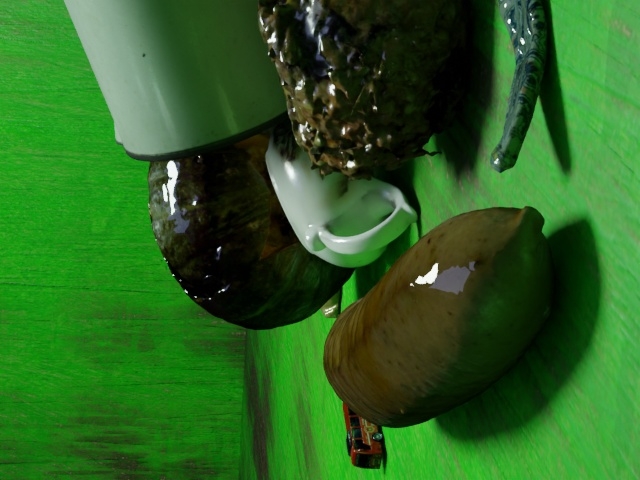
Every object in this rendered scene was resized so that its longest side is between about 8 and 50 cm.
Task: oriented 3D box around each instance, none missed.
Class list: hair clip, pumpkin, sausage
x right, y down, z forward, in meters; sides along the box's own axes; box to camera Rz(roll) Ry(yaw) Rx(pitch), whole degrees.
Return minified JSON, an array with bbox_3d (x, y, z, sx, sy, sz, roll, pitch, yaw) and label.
[{"bbox_3d":[0.144,-0.146,0.936,0.066,0.036,0.229,113,163,-59],"label":"hair clip"},{"bbox_3d":[-0.079,-0.037,1.639,0.192,0.320,0.320,-28,54,41],"label":"pumpkin"},{"bbox_3d":[0.083,0.083,1.053,0.136,0.123,0.501,-61,0,-15],"label":"sausage"}]

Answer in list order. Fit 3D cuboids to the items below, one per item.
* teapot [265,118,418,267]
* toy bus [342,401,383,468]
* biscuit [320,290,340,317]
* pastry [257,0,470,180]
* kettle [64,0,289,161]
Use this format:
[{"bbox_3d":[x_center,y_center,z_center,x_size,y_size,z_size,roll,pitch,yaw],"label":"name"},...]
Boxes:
[{"bbox_3d":[0.026,-0.064,1.469,0.298,0.139,0.204,-104,-10,-54],"label":"teapot"},{"bbox_3d":[0.051,0.232,1.549,0.110,0.043,0.031,-99,13,-55],"label":"toy bus"},{"bbox_3d":[0.000,0.000,2.000,0.273,0.036,0.187,-120,32,-76],"label":"biscuit"},{"bbox_3d":[0.033,-0.187,1.189,0.275,0.193,0.274,178,90,-80],"label":"pastry"},{"bbox_3d":[-0.115,-0.302,1.355,0.250,0.361,0.376,-66,-38,-63],"label":"kettle"}]
